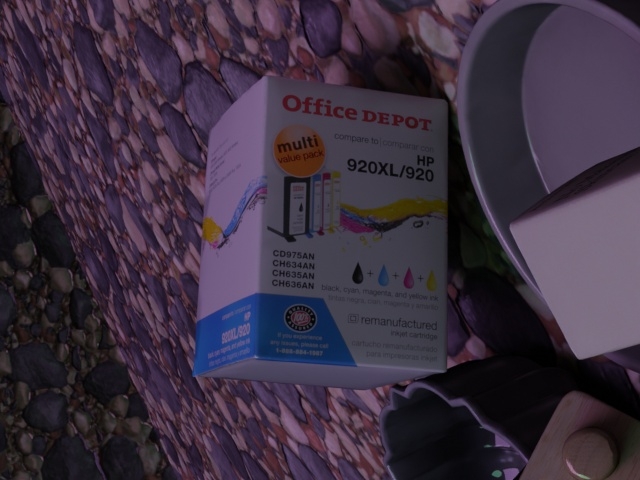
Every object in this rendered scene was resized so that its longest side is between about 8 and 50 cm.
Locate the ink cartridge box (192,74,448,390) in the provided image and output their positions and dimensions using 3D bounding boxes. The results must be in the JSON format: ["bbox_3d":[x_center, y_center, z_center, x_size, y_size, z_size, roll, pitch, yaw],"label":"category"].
[{"bbox_3d":[0.000,0.000,1.108,0.168,0.171,0.232,152,122,-66],"label":"ink cartridge box"}]

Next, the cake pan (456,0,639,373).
[{"bbox_3d":[0.206,-0.043,0.896,0.293,0.054,0.293,46,153,32],"label":"cake pan"}]

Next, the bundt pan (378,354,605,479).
[{"bbox_3d":[0.197,0.241,1.144,0.331,0.124,0.331,46,151,34],"label":"bundt pan"}]

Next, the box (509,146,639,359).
[{"bbox_3d":[0.240,-0.026,0.680,0.275,0.113,0.094,-25,95,49],"label":"box"}]

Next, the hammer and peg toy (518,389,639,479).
[{"bbox_3d":[0.195,0.313,0.887,0.266,0.361,0.127,28,180,17],"label":"hammer and peg toy"}]
